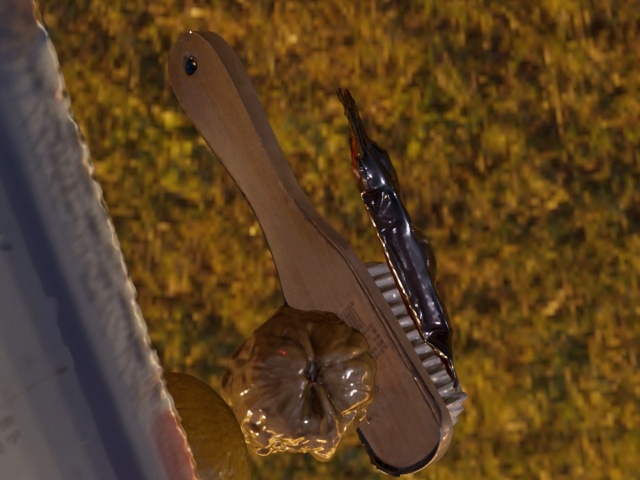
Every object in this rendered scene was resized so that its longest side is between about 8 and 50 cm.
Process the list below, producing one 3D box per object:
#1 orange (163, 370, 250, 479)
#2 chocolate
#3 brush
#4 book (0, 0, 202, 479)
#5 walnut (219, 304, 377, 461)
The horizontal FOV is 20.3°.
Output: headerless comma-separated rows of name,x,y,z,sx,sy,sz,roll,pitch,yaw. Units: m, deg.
orange,-0.070,0.104,0.769,0.085,0.095,0.085,-5,165,-1
chocolate,0.047,-0.001,1.035,0.028,0.086,0.182,-24,101,-1
brush,0.000,0.000,1.165,0.065,0.327,0.070,-14,158,-49
book,-0.135,0.056,0.372,0.228,0.018,0.322,-33,132,-24
walnut,-0.011,0.074,0.911,0.079,0.082,0.096,-17,172,-16
